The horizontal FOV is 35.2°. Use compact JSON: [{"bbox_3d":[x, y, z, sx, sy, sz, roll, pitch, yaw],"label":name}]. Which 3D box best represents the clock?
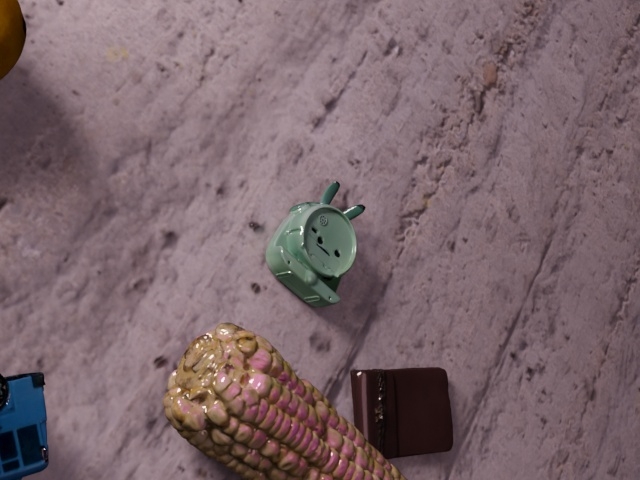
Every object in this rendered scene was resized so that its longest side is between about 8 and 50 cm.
[{"bbox_3d":[0.000,0.000,1.151,0.101,0.041,0.135,40,58,-26],"label":"clock"}]

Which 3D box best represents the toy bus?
[{"bbox_3d":[-0.311,0.164,0.809,0.184,0.090,0.106,-6,83,-55],"label":"toy bus"}]

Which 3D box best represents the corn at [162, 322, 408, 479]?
[{"bbox_3d":[-0.022,0.217,1.045,0.335,0.126,0.127,46,56,-27],"label":"corn"}]

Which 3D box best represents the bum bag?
[{"bbox_3d":[0.101,0.205,1.200,0.159,0.026,0.109,3,78,-39],"label":"bum bag"}]

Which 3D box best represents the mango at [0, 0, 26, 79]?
[{"bbox_3d":[-0.365,-0.175,0.859,0.227,0.099,0.136,-10,88,-31],"label":"mango"}]
